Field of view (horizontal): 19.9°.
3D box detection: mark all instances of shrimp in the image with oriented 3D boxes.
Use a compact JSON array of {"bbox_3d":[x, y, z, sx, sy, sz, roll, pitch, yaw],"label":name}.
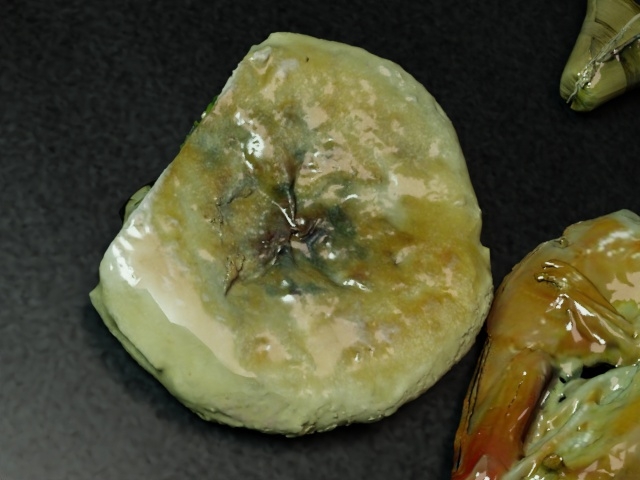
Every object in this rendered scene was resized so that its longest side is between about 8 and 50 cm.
[{"bbox_3d":[0.131,0.082,0.915,0.154,0.062,0.294,39,54,17],"label":"shrimp"}]

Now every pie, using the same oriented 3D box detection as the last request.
[{"bbox_3d":[-0.001,0.001,0.910,0.185,0.052,0.218,33,59,-7],"label":"pie"}]

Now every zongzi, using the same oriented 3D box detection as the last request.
[{"bbox_3d":[0.154,-0.117,1.041,0.076,0.040,0.083,-27,63,-23],"label":"zongzi"}]
